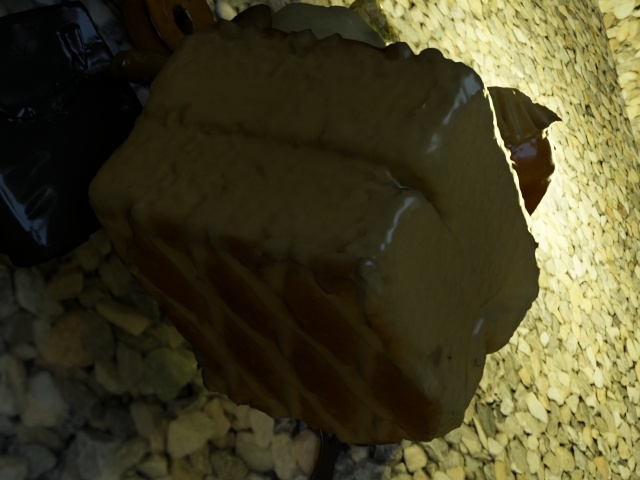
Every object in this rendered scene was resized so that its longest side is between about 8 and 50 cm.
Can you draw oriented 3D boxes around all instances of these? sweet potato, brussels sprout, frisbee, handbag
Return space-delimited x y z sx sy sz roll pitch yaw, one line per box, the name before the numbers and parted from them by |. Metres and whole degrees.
sweet potato | -0.144 -0.209 1.242 0.346 0.079 0.108 -40 115 -57
brussels sprout | 0.094 -0.334 1.749 0.181 0.101 0.139 57 24 -17
frisbee | 0.020 0.269 1.385 0.187 0.012 0.211 16 60 -53
handbag | -0.289 -0.119 1.065 0.244 0.088 0.275 62 35 -12

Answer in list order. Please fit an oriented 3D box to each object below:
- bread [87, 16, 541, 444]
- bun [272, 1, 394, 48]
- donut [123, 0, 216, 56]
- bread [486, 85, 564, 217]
bread | 0.000 0.000 1.058 0.279 0.371 0.390 -59 145 -27
bun | 0.030 -0.170 1.446 0.365 0.219 0.365 28 52 -42
donut | -0.194 -0.279 1.318 0.152 0.058 0.151 32 49 -45
bread | 0.239 -0.081 1.617 0.388 0.236 0.183 91 -12 -64
